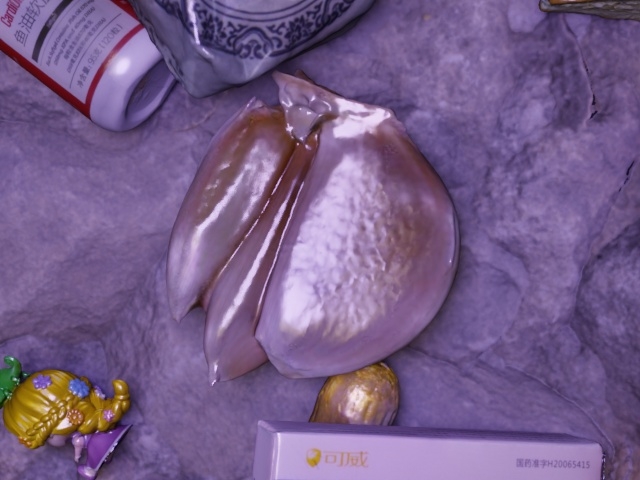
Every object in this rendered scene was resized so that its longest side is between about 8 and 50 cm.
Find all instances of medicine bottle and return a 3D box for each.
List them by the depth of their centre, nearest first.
[{"bbox_3d":[-0.269,-0.230,0.992,0.250,0.131,0.131,38,96,6],"label":"medicine bottle"}]

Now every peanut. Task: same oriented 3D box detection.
[{"bbox_3d":[0.015,0.214,0.979,0.087,0.087,0.207,28,93,7],"label":"peanut"}]

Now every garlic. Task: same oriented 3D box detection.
[{"bbox_3d":[-0.001,0.000,0.954,0.279,0.132,0.325,17,91,9],"label":"garlic"}]

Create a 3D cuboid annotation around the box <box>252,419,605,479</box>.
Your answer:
[{"bbox_3d":[0.101,0.277,0.890,0.343,0.065,0.200,7,85,-21],"label":"box"}]

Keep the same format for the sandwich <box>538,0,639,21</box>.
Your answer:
[{"bbox_3d":[0.334,-0.271,0.909,0.235,0.122,0.128,-41,81,10],"label":"sandwich"}]

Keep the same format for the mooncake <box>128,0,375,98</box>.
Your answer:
[{"bbox_3d":[-0.073,-0.288,0.921,0.250,0.136,0.254,-29,85,-20],"label":"mooncake"}]

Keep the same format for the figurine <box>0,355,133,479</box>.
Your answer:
[{"bbox_3d":[-0.274,0.169,1.015,0.156,0.095,0.115,33,107,3],"label":"figurine"}]
